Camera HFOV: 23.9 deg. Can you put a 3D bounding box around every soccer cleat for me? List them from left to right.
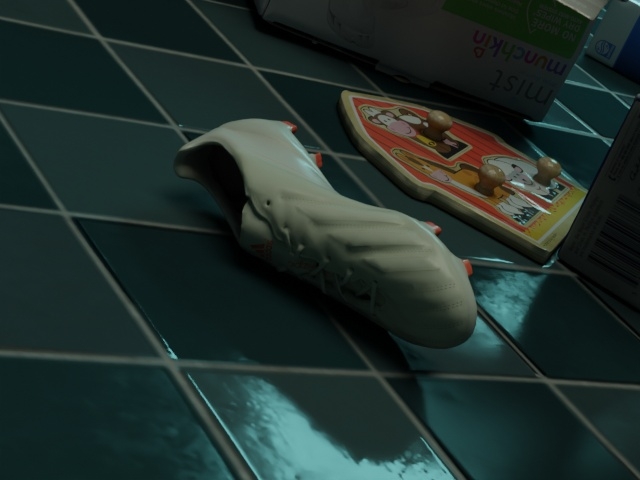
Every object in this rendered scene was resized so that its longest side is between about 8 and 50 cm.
[{"bbox_3d":[0.000,0.000,0.802,0.076,0.068,0.196,-18,45,-39],"label":"soccer cleat"}]

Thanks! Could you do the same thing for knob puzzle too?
[{"bbox_3d":[0.099,-0.064,1.077,0.213,0.030,0.213,21,23,-9],"label":"knob puzzle"}]

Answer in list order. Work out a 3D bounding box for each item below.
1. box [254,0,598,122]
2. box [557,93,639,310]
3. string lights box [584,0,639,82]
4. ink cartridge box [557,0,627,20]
[{"bbox_3d":[0.071,-0.230,1.291,0.262,0.126,0.231,19,21,-18],"label":"box"},{"bbox_3d":[0.239,-0.033,1.029,0.072,0.126,0.137,33,23,23],"label":"box"},{"bbox_3d":[0.422,-0.175,1.590,0.260,0.076,0.133,32,24,15],"label":"string lights box"},{"bbox_3d":[0.168,-0.241,1.210,0.181,0.056,0.224,31,41,10],"label":"ink cartridge box"}]
